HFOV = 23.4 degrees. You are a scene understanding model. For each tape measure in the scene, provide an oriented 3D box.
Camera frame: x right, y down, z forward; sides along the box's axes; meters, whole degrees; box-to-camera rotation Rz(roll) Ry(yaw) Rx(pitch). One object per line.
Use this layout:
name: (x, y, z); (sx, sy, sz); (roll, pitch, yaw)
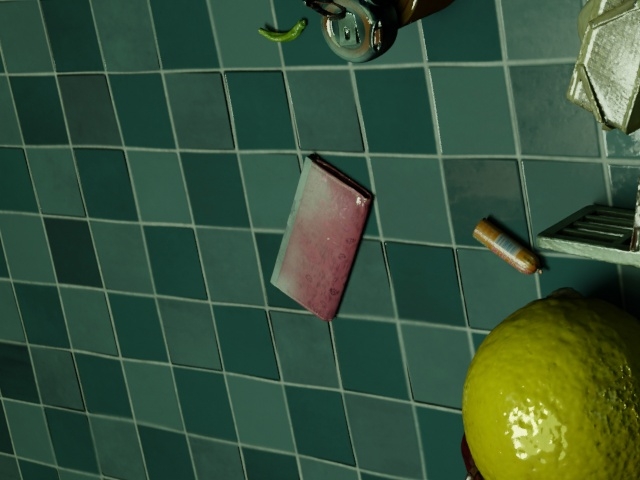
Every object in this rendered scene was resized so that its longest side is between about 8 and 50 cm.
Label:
tape measure: (0.021, -0.251, 1.843); (0.104, 0.180, 0.107); (-9, 107, 28)

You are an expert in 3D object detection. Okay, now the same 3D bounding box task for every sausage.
sausage: (0.246, 0.012, 2.011); (0.107, 0.031, 0.031); (39, 131, 22)

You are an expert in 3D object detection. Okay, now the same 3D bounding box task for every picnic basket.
picnic basket: (0.332, -0.202, 1.597); (0.079, 0.115, 0.164); (36, 132, 30)

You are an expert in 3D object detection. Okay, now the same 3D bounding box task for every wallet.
wallet: (0.000, 0.000, 2.229); (0.119, 0.025, 0.232); (36, 129, 25)

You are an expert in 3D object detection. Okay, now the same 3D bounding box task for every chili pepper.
chili pepper: (-0.050, -0.291, 2.145); (0.083, 0.017, 0.030); (-11, 101, 41)

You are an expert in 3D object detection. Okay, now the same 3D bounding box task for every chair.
chair: (0.396, -0.048, 1.775); (0.270, 0.136, 0.147); (18, 119, 37)

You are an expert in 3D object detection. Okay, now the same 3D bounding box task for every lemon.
lemon: (0.305, 0.209, 1.884); (0.293, 0.293, 0.293); (19, 121, 35)

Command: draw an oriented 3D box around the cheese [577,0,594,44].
cheese: (0.444, -0.182, 1.679); (0.328, 0.129, 0.351); (-19, 96, 50)

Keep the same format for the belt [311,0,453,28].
belt: (0.029, -0.410, 1.946); (0.339, 0.122, 0.217); (47, 135, 15)

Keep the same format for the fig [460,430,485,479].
fig: (0.236, 0.287, 2.086); (0.128, 0.150, 0.128); (166, 90, -82)
